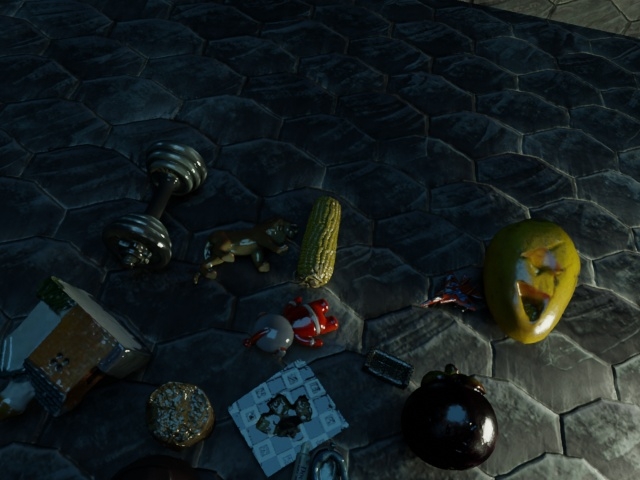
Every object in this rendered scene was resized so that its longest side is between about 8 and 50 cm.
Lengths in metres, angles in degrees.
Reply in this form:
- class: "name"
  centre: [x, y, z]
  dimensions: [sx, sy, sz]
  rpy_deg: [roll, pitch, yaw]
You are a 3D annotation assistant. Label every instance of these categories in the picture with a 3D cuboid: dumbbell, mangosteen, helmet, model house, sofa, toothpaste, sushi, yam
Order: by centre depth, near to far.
- class: "helmet"
  centre: [-0.329, 0.537, 1.025]
  dimensions: [0.225, 0.177, 0.305]
  rpy_deg: [-4, 58, -10]
- class: "yam"
  centre: [-0.283, 0.361, 1.121]
  dimensions: [0.128, 0.238, 0.129]
  rpy_deg: [33, 64, 6]
- class: "toothpaste"
  centre: [-0.050, 0.525, 1.146]
  dimensions: [0.048, 0.029, 0.197]
  rpy_deg: [14, 71, -3]
- class: "model house"
  centre: [-0.572, 0.270, 1.191]
  dimensions: [0.271, 0.190, 0.301]
  rpy_deg: [39, 74, 12]
- class: "mangosteen"
  centre: [0.287, 0.382, 1.227]
  dimensions: [0.211, 0.211, 0.250]
  rpy_deg: [12, 44, -1]
- class: "sushi"
  centre: [-0.076, 0.400, 1.240]
  dimensions: [0.210, 0.040, 0.193]
  rpy_deg: [-29, 66, -20]
- class: "sofa"
  centre: [0.165, 0.313, 1.342]
  dimensions: [0.118, 0.039, 0.060]
  rpy_deg: [24, 56, 8]
- class: "dumbbell"
  centre: [-0.427, -0.098, 1.439]
  dimensions: [0.179, 0.179, 0.406]
  rpy_deg: [15, 55, 1]

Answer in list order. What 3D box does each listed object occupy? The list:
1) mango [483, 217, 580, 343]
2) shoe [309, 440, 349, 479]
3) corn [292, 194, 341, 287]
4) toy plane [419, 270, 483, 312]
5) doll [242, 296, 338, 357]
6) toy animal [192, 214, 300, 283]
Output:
- class: "mango"
  centre: [0.563, 0.105, 1.481]
  dimensions: [0.253, 0.182, 0.365]
  rpy_deg: [19, 66, 1]
- class: "shoe"
  centre: [0.016, 0.527, 1.131]
  dimensions: [0.091, 0.106, 0.207]
  rpy_deg: [3, 61, -6]
- class: "corn"
  centre: [0.000, 0.000, 1.499]
  dimensions: [0.106, 0.106, 0.293]
  rpy_deg: [13, 52, 0]
- class: "toy plane"
  centre: [0.343, 0.150, 1.473]
  dimensions: [0.189, 0.061, 0.130]
  rpy_deg: [-20, 62, -17]
- class: "doll"
  centre: [-0.077, 0.217, 1.348]
  dimensions: [0.245, 0.076, 0.142]
  rpy_deg: [-18, 60, -25]
- class: "toy animal"
  centre: [-0.198, 0.008, 1.469]
  dimensions: [0.312, 0.097, 0.157]
  rpy_deg: [-9, 46, -13]
